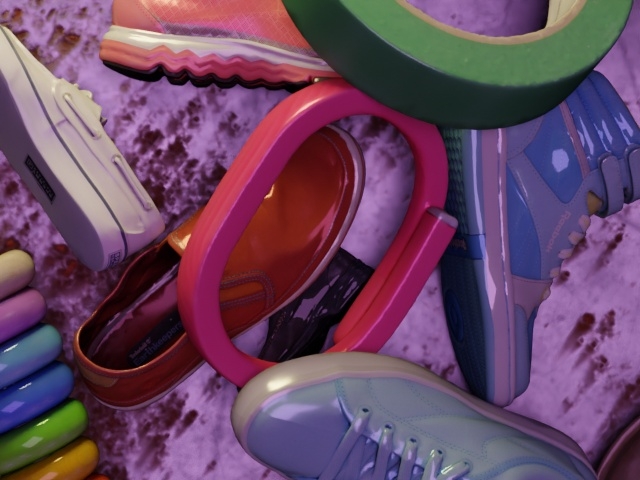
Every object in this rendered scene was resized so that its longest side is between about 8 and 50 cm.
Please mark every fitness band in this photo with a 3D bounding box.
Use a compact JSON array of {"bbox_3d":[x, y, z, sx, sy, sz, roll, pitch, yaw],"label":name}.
[{"bbox_3d":[0.000,0.000,1.539,0.209,0.054,0.291,30,92,-31],"label":"fitness band"}]

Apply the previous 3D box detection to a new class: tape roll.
[{"bbox_3d":[0.116,-0.253,1.544,0.321,0.077,0.321,9,61,-17],"label":"tape roll"}]

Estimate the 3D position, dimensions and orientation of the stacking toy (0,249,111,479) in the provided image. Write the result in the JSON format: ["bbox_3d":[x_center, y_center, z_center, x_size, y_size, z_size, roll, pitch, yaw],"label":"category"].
[{"bbox_3d":[-0.254,0.182,1.567,0.141,0.141,0.330,-25,94,-4],"label":"stacking toy"}]

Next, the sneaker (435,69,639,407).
[{"bbox_3d":[0.219,-0.009,1.621,0.208,0.127,0.319,-7,103,-15],"label":"sneaker"}]

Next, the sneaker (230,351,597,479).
[{"bbox_3d":[0.103,0.201,1.533,0.366,0.150,0.135,15,111,-20],"label":"sneaker"}]

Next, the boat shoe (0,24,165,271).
[{"bbox_3d":[-0.232,-0.095,1.590,0.084,0.095,0.258,-29,87,-31],"label":"boat shoe"}]

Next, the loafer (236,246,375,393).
[{"bbox_3d":[-0.023,0.077,1.634,0.061,0.062,0.170,40,83,16],"label":"loafer"}]

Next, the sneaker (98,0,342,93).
[{"bbox_3d":[-0.037,-0.202,1.589,0.314,0.116,0.136,5,90,-6],"label":"sneaker"}]

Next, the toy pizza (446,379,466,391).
[{"bbox_3d":[0.074,0.220,1.656,0.201,0.032,0.201,0,92,-9],"label":"toy pizza"}]

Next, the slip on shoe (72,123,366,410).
[{"bbox_3d":[-0.090,0.020,1.585,0.331,0.101,0.123,-42,69,-2],"label":"slip on shoe"}]

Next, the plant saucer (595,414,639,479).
[{"bbox_3d":[0.381,0.272,1.686,0.278,0.041,0.277,0,93,-6],"label":"plant saucer"}]
